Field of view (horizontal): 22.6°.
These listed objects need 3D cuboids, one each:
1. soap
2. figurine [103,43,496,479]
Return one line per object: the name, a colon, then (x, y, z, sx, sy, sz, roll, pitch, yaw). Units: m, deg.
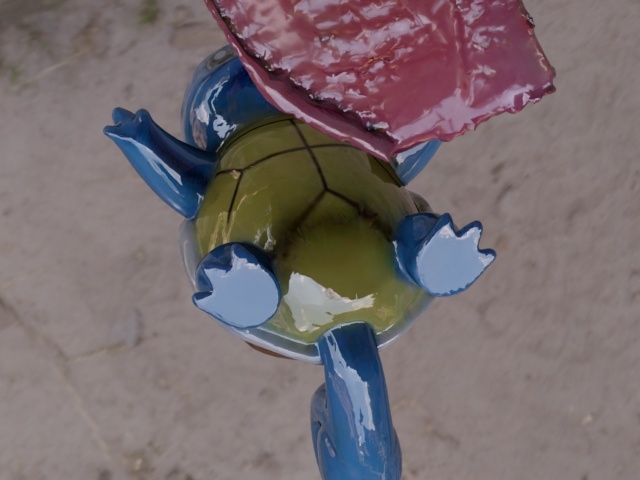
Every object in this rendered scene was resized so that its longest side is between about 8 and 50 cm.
soap: (0.008, -0.183, 0.987, 0.182, 0.112, 0.289, -29, 122, 7)
figurine: (0.002, -0.009, 1.270, 0.298, 0.243, 0.416, -14, 67, -6)
